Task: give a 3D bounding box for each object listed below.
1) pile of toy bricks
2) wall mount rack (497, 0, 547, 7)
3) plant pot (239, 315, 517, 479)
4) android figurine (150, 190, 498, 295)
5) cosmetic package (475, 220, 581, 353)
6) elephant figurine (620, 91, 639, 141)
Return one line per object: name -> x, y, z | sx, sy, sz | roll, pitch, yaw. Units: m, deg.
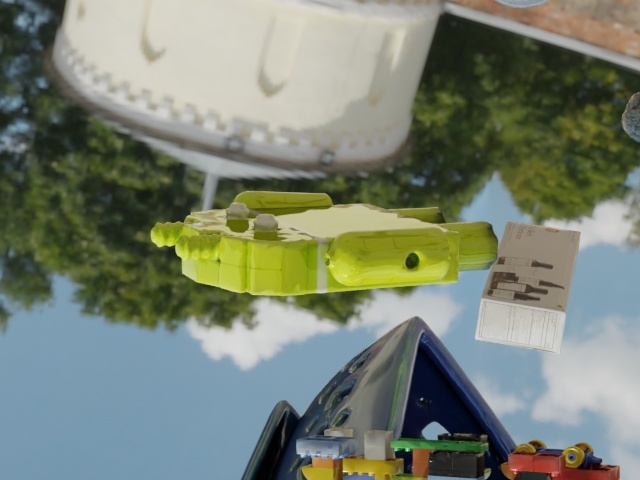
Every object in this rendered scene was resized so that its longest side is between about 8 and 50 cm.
pile of toy bricks -> 0.078, 0.182, 0.817 | 0.212, 0.105, 0.118 | -1, 177, 26
wall mount rack -> 0.154, -0.365, 1.106 | 0.304, 0.349, 0.130 | -5, 180, 42
plant pot -> 0.053, 0.249, 1.156 | 0.236, 0.212, 0.236 | 55, -154, -16
android figurine -> 0.000, 0.000, 1.047 | 0.273, 0.056, 0.248 | -1, -170, -23
cosmetic package -> 0.253, 0.049, 1.515 | 0.099, 0.060, 0.239 | 11, -155, 11
elephant figurine -> 0.375, -0.067, 1.105 | 0.169, 0.239, 0.186 | 27, -117, 28
